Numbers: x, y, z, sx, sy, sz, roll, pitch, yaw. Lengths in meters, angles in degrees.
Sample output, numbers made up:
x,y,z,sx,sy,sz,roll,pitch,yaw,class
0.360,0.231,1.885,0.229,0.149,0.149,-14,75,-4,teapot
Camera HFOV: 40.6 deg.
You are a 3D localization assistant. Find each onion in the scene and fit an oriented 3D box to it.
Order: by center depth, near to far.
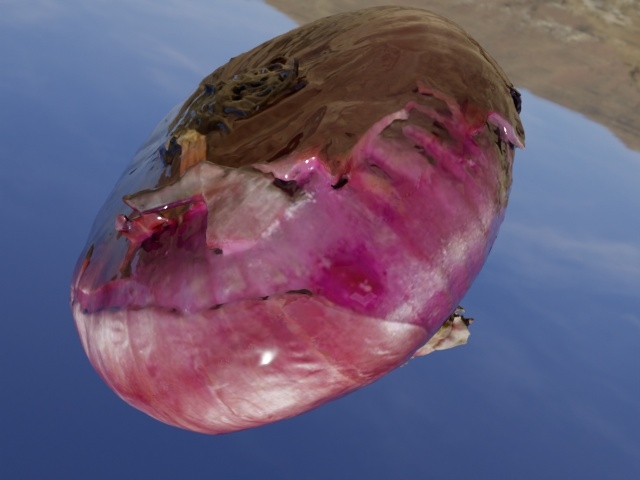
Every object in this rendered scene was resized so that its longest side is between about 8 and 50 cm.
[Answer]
x,y,z,sx,sy,sz,roll,pitch,yaw,class
0.000,0.000,0.629,0.285,0.348,0.347,46,-173,-25,onion
